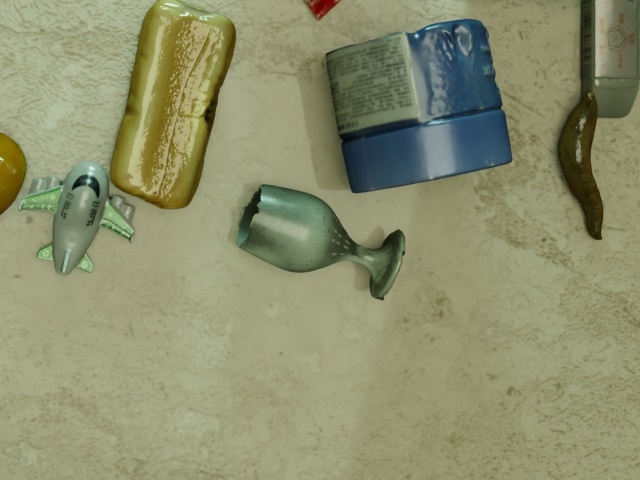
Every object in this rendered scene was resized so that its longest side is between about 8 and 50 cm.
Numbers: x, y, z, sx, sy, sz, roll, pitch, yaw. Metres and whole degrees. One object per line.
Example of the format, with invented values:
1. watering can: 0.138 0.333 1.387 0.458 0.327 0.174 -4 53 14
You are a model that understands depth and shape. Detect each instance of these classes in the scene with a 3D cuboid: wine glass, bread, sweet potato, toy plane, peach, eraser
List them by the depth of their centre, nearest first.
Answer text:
1. peach: -0.492 -0.093 1.766 0.138 0.138 0.138 -1 94 -12
2. toy plane: -0.357 -0.032 1.822 0.174 0.080 0.174 0 91 -12
3. bread: -0.223 -0.202 1.832 0.142 0.091 0.305 15 90 -14
4. wine glass: 0.000 0.000 1.876 0.241 0.126 0.126 19 89 -15
5. eraser: 0.466 -0.373 1.979 0.089 0.061 0.351 0 93 -11
6. sweet potato: 0.418 -0.118 1.990 0.069 0.059 0.249 -10 103 -9

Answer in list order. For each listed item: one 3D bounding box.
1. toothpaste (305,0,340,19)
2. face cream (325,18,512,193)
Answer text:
1. toothpaste: -0.046 -0.424 1.888 0.048 0.031 0.190 -44 103 -10
2. face cream: 0.144 -0.199 1.829 0.249 0.249 0.225 -13 95 -11
